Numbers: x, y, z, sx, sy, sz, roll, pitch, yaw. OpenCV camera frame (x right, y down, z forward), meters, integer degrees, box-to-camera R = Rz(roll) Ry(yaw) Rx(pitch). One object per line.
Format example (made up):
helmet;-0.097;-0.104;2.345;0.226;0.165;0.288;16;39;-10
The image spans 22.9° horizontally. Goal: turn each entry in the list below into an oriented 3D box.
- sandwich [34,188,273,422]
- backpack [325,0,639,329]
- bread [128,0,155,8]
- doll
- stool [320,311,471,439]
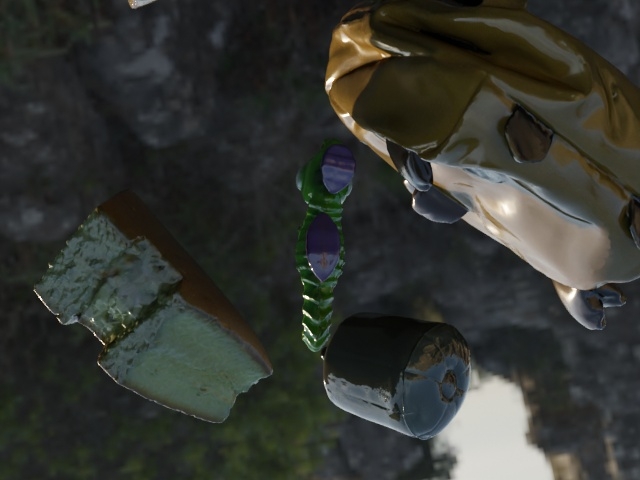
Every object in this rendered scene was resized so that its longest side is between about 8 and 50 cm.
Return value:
sandwich;-0.158;0.075;1.560;0.122;0.236;0.128;-45;179;15
backpack;0.166;-0.098;1.452;0.353;0.201;0.378;36;176;-23
bread;-0.153;-0.250;1.465;0.062;0.043;0.109;-19;178;-7
doll;0.000;0.000;1.365;0.050;0.190;0.115;5;163;-5
stool;0.061;0.107;1.291;0.110;0.096;0.096;12;-171;35
